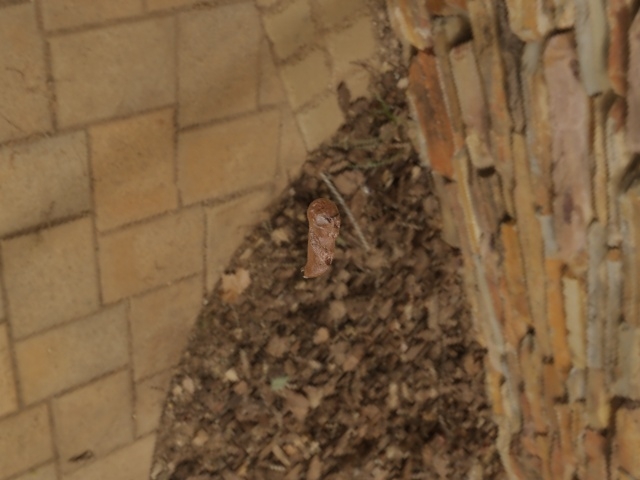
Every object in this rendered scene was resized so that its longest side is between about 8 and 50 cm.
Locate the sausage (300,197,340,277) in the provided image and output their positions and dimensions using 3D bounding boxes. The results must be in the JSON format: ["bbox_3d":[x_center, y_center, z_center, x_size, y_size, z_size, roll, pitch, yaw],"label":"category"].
[{"bbox_3d":[0.000,0.000,1.087,0.158,0.042,0.036,100,1,-59],"label":"sausage"}]
